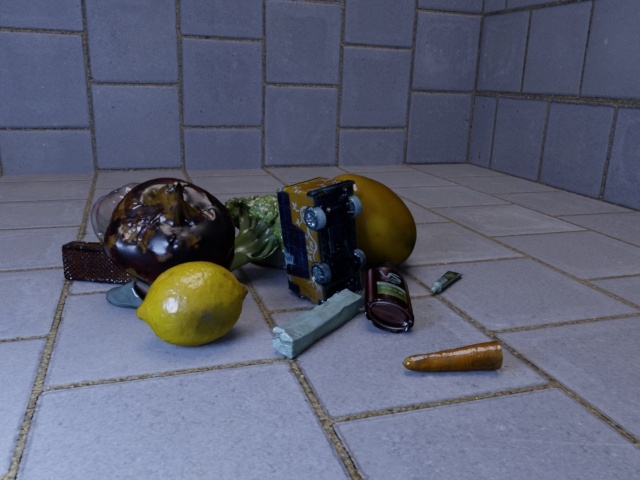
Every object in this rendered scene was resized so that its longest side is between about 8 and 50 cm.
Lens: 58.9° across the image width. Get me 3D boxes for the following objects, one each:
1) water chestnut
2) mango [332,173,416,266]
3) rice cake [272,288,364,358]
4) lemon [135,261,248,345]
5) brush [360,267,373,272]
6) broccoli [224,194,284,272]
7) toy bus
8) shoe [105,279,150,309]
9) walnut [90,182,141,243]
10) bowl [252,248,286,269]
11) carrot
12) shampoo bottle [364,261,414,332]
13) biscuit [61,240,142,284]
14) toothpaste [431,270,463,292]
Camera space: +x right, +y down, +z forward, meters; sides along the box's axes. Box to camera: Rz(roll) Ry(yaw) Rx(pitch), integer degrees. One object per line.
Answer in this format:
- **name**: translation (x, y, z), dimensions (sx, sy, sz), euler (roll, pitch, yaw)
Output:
- **water chestnut**: translation (-0.382, -0.029, 1.463), dimensions (0.336, 0.334, 0.347), euler (-1, -28, -10)
- **mango**: translation (0.150, -0.065, 1.737), dimensions (0.300, 0.232, 0.446), euler (59, 9, 27)
- **rice cake**: translation (0.004, 0.189, 1.357), dimensions (0.066, 0.062, 0.336), euler (22, 22, 26)
- **lemon**: translation (-0.282, 0.140, 1.274), dimensions (0.257, 0.188, 0.188), euler (-13, 21, -25)
- **brush**: translation (0.132, 0.095, 1.774), dimensions (0.084, 0.013, 0.016), euler (-2, 19, -6)
- **broccoli**: translation (-0.200, -0.044, 1.668), dimensions (0.303, 0.186, 0.254), euler (-12, 56, -16)
- **toy bus**: translation (0.000, 0.000, 1.525), dimensions (0.162, 0.323, 0.194), euler (-21, 25, -36)
- **shoe**: translation (-0.471, 0.135, 1.466), dimensions (0.195, 0.078, 0.079), euler (15, 21, 26)
- **walnut**: translation (-0.627, -0.067, 1.876), dimensions (0.249, 0.248, 0.248), euler (2, 16, 0)
- **bowl**: translation (-0.088, -0.043, 1.916), dimensions (0.354, 0.185, 0.354), euler (1, 17, 0)
- **carrot**: translation (0.273, 0.250, 1.189), dimensions (0.210, 0.061, 0.061), euler (-4, 17, -7)
- **shampoo bottle**: translation (0.177, 0.137, 1.498), dimensions (0.129, 0.084, 0.323), euler (19, 16, 1)
- **biscuit**: translation (-0.615, 0.065, 1.638), dimensions (0.252, 0.106, 0.070), euler (5, 15, 7)
- **toothpaste**: translation (0.370, 0.120, 1.680), dimensions (0.049, 0.031, 0.204), euler (12, 18, 29)
